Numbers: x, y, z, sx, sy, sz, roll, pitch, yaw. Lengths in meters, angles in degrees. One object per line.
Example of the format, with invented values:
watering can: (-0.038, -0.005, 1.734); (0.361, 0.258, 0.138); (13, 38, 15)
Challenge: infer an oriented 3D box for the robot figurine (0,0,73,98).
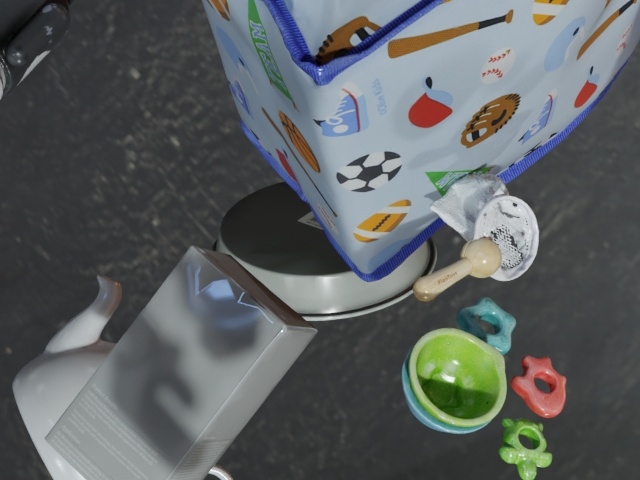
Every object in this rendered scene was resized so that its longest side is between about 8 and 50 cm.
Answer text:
robot figurine: (-0.459, -0.299, 1.997); (0.278, 0.173, 0.209); (-53, -175, -28)

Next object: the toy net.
toy net: (0.122, 0.041, 0.968); (0.122, 0.232, 0.045); (21, 144, -9)

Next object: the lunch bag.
lunch bag: (0.112, -0.208, 1.050); (0.385, 0.239, 0.328); (-34, 157, -7)

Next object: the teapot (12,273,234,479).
teapot: (-0.228, 0.218, 1.686); (0.187, 0.252, 0.256); (-28, 140, -7)

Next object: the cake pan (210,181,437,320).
cake pan: (0.000, 0.000, 1.813); (0.293, 0.293, 0.054); (-20, 124, -26)

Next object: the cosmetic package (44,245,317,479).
cosmetic package: (-0.128, 0.134, 1.334); (0.238, 0.127, 0.107); (-50, 162, 5)
